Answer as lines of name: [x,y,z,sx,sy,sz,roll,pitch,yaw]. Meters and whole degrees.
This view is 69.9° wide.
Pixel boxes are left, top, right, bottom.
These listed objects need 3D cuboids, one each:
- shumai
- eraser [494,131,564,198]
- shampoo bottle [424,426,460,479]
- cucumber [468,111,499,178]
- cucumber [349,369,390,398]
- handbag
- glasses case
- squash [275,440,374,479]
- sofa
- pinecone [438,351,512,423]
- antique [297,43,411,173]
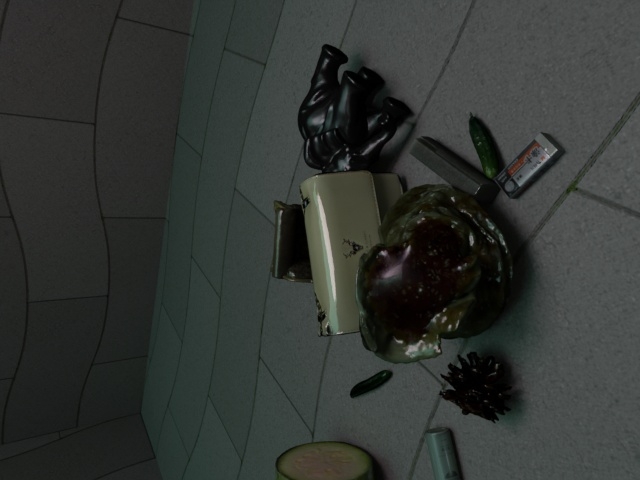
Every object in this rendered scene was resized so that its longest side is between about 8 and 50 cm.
shumai: [0.168,0.057,0.873,0.292,0.288,0.330,116,134,-62]
eraser: [0.379,-0.135,0.839,0.122,0.029,0.052,-55,49,39]
shampoo bottle: [0.274,0.511,0.991,0.056,0.056,0.195,-27,71,52]
cucumber: [0.324,-0.189,0.908,0.037,0.037,0.155,-39,54,48]
cucumber: [0.126,0.381,1.210,0.184,0.036,0.033,-45,64,44]
handbag: [0.086,0.029,1.064,0.160,0.236,0.359,152,111,-64]
glasses case: [0.275,-0.151,0.952,0.205,0.070,0.047,52,127,41]
squash: [0.022,0.756,1.181,0.263,0.263,0.385,-5,87,54]
sofa: [0.000,0.000,1.190,0.182,0.258,0.200,-164,76,-67]
pinecone: [0.301,0.279,0.884,0.140,0.140,0.121,0,63,54]
antique: [0.061,-0.298,1.161,0.255,0.185,0.322,-55,48,30]
